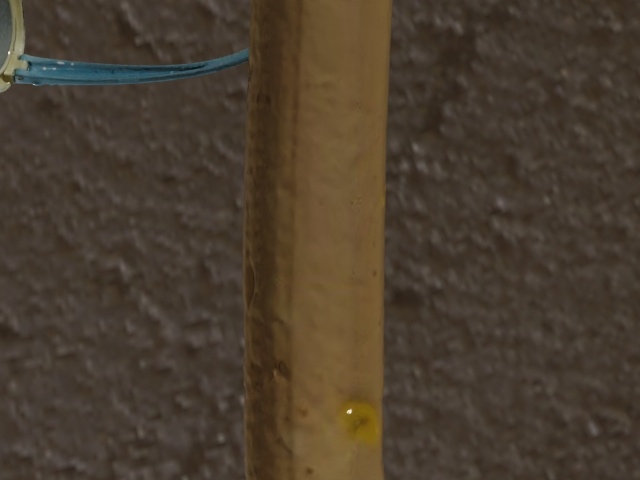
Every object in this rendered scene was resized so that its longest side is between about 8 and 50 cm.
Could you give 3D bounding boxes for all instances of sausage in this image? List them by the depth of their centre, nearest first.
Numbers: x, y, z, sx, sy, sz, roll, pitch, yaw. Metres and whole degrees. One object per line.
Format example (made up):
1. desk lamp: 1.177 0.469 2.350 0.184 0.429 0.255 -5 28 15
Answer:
1. sausage: 0.000 -0.001 0.810 0.066 0.066 0.301 1 95 -19

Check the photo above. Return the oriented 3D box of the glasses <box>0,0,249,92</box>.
1. glasses: -0.106 -0.167 1.112 0.220 0.088 0.189 -10 144 -5
